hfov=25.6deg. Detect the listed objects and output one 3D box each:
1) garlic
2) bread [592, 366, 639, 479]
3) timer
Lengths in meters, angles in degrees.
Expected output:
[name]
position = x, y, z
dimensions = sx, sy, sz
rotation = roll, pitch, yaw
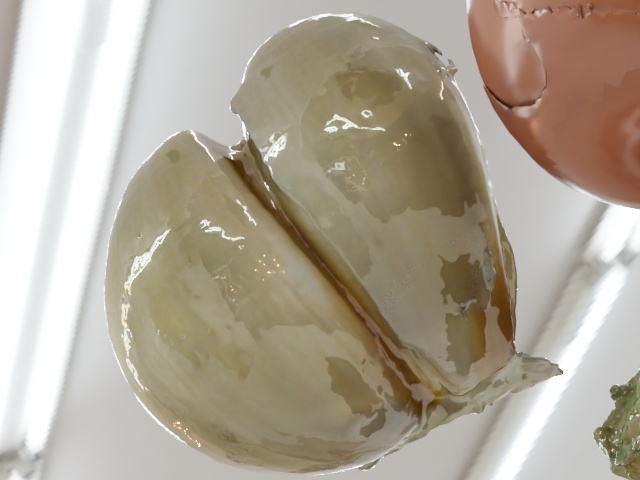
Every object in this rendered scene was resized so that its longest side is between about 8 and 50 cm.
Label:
[garlic]
position = 0.000, 0.000, 0.964
dimensions = 0.286, 0.313, 0.249
rotation = -32, -11, 24
[bread]
position = 0.426, 0.160, 1.316
dimensions = 0.238, 0.252, 0.196
rotation = -59, -1, 37
[timer]
position = 0.191, -0.134, 0.734
dimensions = 0.229, 0.229, 0.215
rotation = 63, -145, -59
